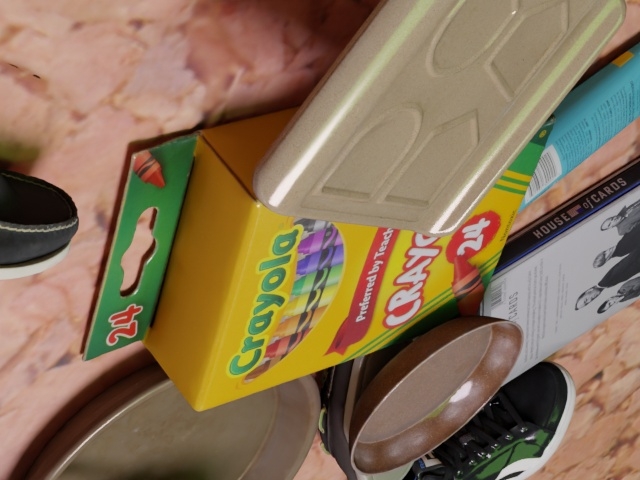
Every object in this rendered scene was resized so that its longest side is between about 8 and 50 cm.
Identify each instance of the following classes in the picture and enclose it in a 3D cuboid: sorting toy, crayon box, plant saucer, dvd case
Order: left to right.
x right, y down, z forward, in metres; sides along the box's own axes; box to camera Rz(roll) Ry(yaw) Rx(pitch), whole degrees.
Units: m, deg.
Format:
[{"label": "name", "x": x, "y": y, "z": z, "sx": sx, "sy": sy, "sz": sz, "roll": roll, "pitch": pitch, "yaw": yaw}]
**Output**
[{"label": "plant saucer", "x": -0.123, "y": 0.180, "z": 1.478, "sx": 0.278, "sy": 0.041, "sz": 0.278, "roll": -27, "pitch": 146, "yaw": -20}, {"label": "crayon box", "x": 0.000, "y": 0.000, "z": 1.354, "sx": 0.318, "sy": 0.081, "sz": 0.202, "roll": -17, "pitch": 141, "yaw": -34}, {"label": "plant saucer", "x": 0.083, "y": 0.114, "z": 1.485, "sx": 0.168, "sy": 0.029, "sz": 0.168, "roll": -32, "pitch": 154, "yaw": -18}, {"label": "sorting toy", "x": 0.103, "y": -0.133, "z": 1.182, "sx": 0.307, "sy": 0.041, "sz": 0.229, "roll": -52, "pitch": 152, "yaw": 16}, {"label": "dvd case", "x": 0.227, "y": 0.024, "z": 1.676, "sx": 0.238, "sy": 0.029, "sz": 0.179, "roll": -30, "pitch": 147, "yaw": -17}]

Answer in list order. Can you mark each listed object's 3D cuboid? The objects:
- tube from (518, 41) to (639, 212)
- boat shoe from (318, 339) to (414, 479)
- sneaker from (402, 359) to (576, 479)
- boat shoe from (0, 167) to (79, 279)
[{"label": "tube", "x": 0.205, "y": -0.093, "z": 1.498, "sx": 0.207, "sy": 0.052, "sz": 0.080, "roll": -36, "pitch": 153, "yaw": -19}, {"label": "boat shoe", "x": 0.030, "y": 0.128, "z": 1.550, "sx": 0.081, "sy": 0.068, "sz": 0.228, "roll": -40, "pitch": 150, "yaw": -24}, {"label": "sneaker", "x": 0.130, "y": 0.189, "z": 1.722, "sx": 0.217, "sy": 0.079, "sz": 0.121, "roll": -48, "pitch": 149, "yaw": 12}, {"label": "boat shoe", "x": -0.216, "y": -0.033, "z": 1.077, "sx": 0.233, "sy": 0.084, "sz": 0.079, "roll": 14, "pitch": 119, "yaw": -50}]
